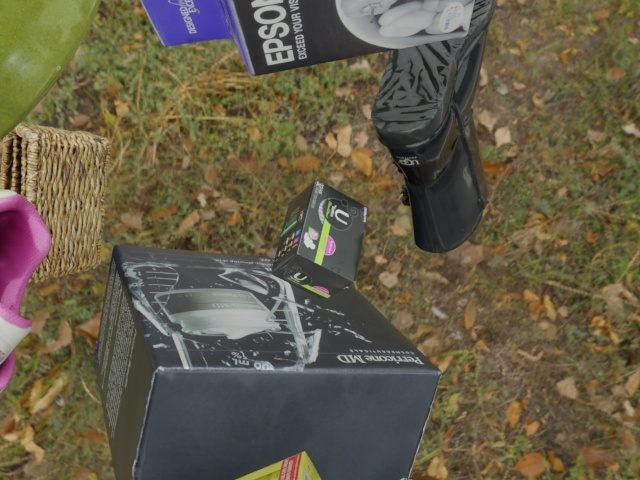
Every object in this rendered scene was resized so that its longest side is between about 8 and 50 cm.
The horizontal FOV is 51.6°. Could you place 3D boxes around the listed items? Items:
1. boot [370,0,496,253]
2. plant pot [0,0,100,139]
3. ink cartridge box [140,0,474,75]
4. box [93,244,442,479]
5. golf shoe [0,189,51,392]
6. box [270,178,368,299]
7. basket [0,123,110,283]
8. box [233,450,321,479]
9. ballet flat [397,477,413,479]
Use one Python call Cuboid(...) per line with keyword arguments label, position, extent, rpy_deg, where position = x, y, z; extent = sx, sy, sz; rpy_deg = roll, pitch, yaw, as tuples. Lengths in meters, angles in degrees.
Cuboid(label="boot", position=(0.135, -0.133, 0.712), extent=(0.094, 0.207, 0.247), rpy_deg=(7, 60, 26))
Cuboid(label="plant pot", position=(-0.404, -0.270, 0.584), extent=(0.353, 0.366, 0.367), rpy_deg=(36, 54, -40))
Cuboid(label="ink cartridge box", position=(-0.011, -0.166, 0.356), extent=(0.208, 0.206, 0.045), rpy_deg=(-10, 72, 2))
Cuboid(label="box", position=(-0.129, 0.237, 1.202), extent=(0.479, 0.298, 0.472), rpy_deg=(6, 20, -27))
Cuboid(label="golf shoe", position=(-0.231, 0.083, 0.329), extent=(0.140, 0.115, 0.306), rpy_deg=(-11, 51, 11))
Cuboid(label="box", position=(0.000, 0.000, 0.601), extent=(0.062, 0.052, 0.083), rpy_deg=(27, 54, -21))
Cuboid(label="basket", position=(-0.584, -0.083, 1.332), extent=(0.213, 0.223, 0.299), rpy_deg=(12, 102, 20))
Cuboid(label="box", position=(-0.113, 0.364, 0.874), extent=(0.232, 0.087, 0.058), rpy_deg=(-24, 102, 11))
Cuboid(label="ballet flat", position=(0.118, 0.470, 1.040), extent=(0.070, 0.070, 0.189), rpy_deg=(8, 99, -5))
